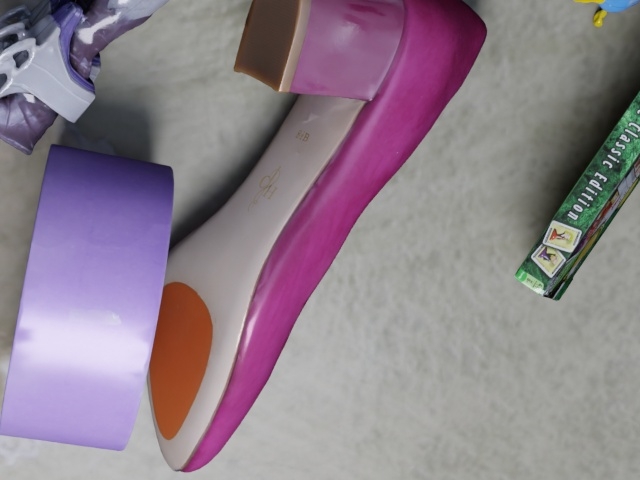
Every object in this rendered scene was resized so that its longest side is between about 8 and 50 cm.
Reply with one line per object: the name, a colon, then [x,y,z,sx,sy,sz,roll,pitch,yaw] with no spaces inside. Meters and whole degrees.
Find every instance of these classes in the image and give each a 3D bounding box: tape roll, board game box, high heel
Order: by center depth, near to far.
tape roll: [-0.151,0.037,0.765,0.080,0.189,0.189,10,101,-13]
high heel: [0.000,0.000,0.835,0.181,0.127,0.377,3,118,-38]
board game box: [0.226,-0.071,0.842,0.030,0.136,0.259,35,96,13]

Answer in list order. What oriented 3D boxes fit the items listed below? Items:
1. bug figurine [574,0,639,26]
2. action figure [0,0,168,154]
bug figurine: [0.139,-0.230,0.770,0.279,0.216,0.072,9,59,-14]
action figure: [-0.105,-0.177,0.741,0.285,0.185,0.099,-42,126,7]
